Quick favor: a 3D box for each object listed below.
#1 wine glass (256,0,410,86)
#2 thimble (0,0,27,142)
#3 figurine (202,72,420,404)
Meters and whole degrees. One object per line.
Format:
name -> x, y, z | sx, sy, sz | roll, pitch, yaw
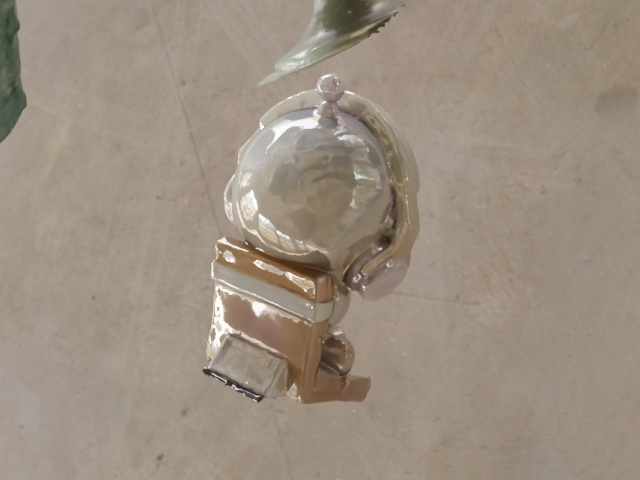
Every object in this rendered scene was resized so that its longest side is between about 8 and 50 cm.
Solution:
wine glass -> -0.033, -0.352, 0.898 | 0.238, 0.238, 0.322 | -21, 103, 23
thimble -> -0.235, -0.106, 0.367 | 0.143, 0.235, 0.198 | 35, 89, 34
figurine -> -0.002, 0.000, 0.634 | 0.163, 0.141, 0.236 | 18, 103, 35
